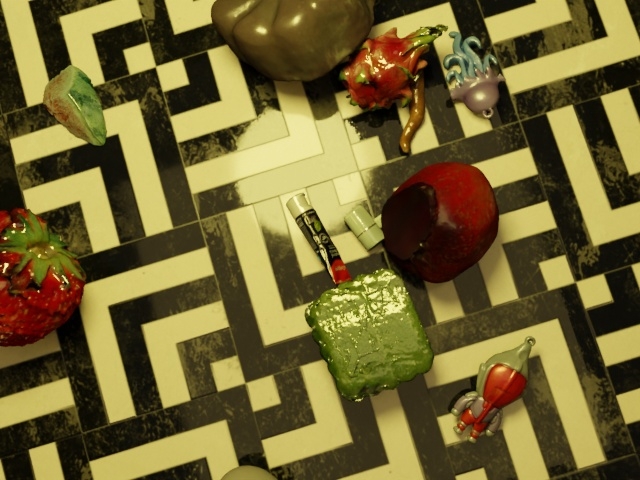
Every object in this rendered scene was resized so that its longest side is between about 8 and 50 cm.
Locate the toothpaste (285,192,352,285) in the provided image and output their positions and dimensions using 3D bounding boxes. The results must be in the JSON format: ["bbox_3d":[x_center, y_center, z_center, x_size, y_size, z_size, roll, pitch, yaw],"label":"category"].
[{"bbox_3d":[0.000,0.000,1.450,0.045,0.071,0.194,-36,76,25],"label":"toothpaste"}]

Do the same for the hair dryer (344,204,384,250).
[{"bbox_3d":[0.122,-0.050,1.456,0.137,0.047,0.082,-35,82,-7],"label":"hair dryer"}]

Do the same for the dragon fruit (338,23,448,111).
[{"bbox_3d":[0.141,-0.334,1.424,0.235,0.135,0.137,-18,66,25],"label":"dragon fruit"}]

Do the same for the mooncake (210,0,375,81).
[{"bbox_3d":[-0.057,-0.445,1.409,0.305,0.154,0.306,-12,61,23],"label":"mooncake"}]

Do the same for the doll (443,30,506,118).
[{"bbox_3d":[0.298,-0.328,1.471,0.109,0.067,0.206,-20,71,14],"label":"doll"}]

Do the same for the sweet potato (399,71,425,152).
[{"bbox_3d":[0.187,-0.259,1.479,0.044,0.044,0.179,9,90,4],"label":"sweet potato"}]

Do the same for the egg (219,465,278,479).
[{"bbox_3d":[-0.116,0.503,1.346,0.146,0.146,0.199,-23,89,0],"label":"egg"}]

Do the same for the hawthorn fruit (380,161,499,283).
[{"bbox_3d":[0.226,-0.044,1.373,0.215,0.215,0.249,41,52,7],"label":"hawthorn fruit"}]

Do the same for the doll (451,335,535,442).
[{"bbox_3d":[0.328,0.272,1.386,0.102,0.075,0.228,30,95,-8],"label":"doll"}]

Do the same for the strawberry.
[{"bbox_3d":[-0.589,0.089,1.397,0.288,0.250,0.238,-39,117,19],"label":"strawberry"}]

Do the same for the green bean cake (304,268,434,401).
[{"bbox_3d":[0.090,0.175,1.393,0.200,0.113,0.214,-23,82,3],"label":"green bean cake"}]

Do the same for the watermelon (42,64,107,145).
[{"bbox_3d":[-0.496,-0.270,1.515,0.094,0.081,0.180,-45,76,23],"label":"watermelon"}]
